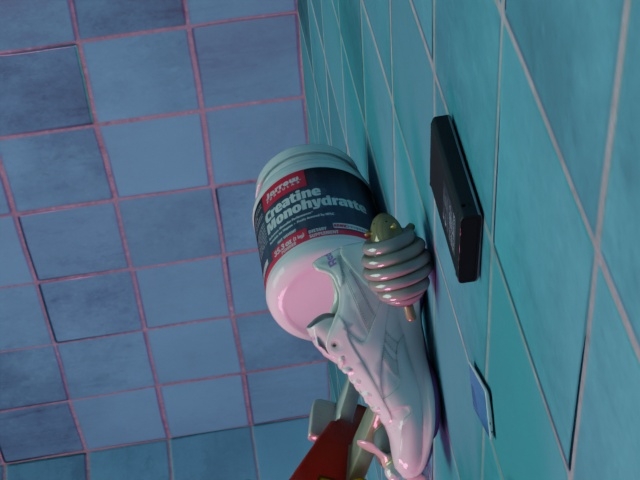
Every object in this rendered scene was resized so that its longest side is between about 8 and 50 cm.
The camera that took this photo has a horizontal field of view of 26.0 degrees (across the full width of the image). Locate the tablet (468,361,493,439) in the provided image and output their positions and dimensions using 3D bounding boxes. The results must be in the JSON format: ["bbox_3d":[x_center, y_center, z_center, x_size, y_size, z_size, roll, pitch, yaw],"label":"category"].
[{"bbox_3d":[0.161,0.160,1.391,0.083,0.006,0.054,-108,10,-73],"label":"tablet"}]

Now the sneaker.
[{"bbox_3d":[0.065,0.149,1.734,0.114,0.152,0.305,175,85,-84],"label":"sneaker"}]

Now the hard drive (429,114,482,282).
[{"bbox_3d":[0.127,-0.040,1.323,0.094,0.022,0.135,86,174,-48],"label":"hard drive"}]

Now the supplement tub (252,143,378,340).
[{"bbox_3d":[0.000,0.000,2.070,0.272,0.191,0.191,-103,6,-50],"label":"supplement tub"}]

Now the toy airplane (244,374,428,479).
[{"bbox_3d":[0.047,0.385,2.088,0.384,0.272,0.386,-61,-13,-8],"label":"toy airplane"}]

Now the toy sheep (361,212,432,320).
[{"bbox_3d":[0.090,0.030,1.615,0.091,0.091,0.132,-122,10,-81],"label":"toy sheep"}]
